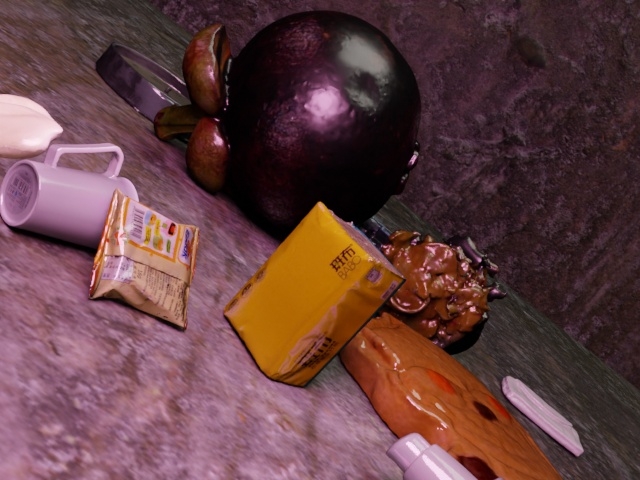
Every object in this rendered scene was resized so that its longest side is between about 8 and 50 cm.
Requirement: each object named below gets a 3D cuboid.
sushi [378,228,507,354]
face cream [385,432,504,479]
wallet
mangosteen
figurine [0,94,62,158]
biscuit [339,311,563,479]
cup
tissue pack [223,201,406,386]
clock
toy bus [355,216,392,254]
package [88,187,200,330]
[{"bbox_3d":[0.175,0.080,1.258,0.213,0.200,0.204,38,18,23],"label":"sushi"},{"bbox_3d":[0.159,0.274,0.704,0.251,0.101,0.101,44,13,24],"label":"face cream"},{"bbox_3d":[0.429,0.334,1.488,0.183,0.032,0.124,41,14,5],"label":"wallet"},{"bbox_3d":[-0.049,-0.201,1.264,0.434,0.382,0.382,22,12,-1],"label":"mangosteen"},{"bbox_3d":[-0.273,-0.058,0.379,0.274,0.227,0.394,6,34,-18],"label":"figurine"},{"bbox_3d":[0.194,0.247,1.021,0.349,0.078,0.455,34,12,-40],"label":"biscuit"},{"bbox_3d":[-0.230,-0.047,0.727,0.074,0.104,0.116,27,6,36],"label":"cup"},{"bbox_3d":[-0.010,0.058,0.835,0.082,0.169,0.120,34,12,-48],"label":"tissue pack"},{"bbox_3d":[-0.303,-0.280,1.490,0.280,0.055,0.280,37,11,-9],"label":"clock"},{"bbox_3d":[0.131,0.040,1.505,0.297,0.106,0.131,43,8,23],"label":"toy bus"},{"bbox_3d":[-0.162,0.019,0.728,0.120,0.031,0.108,29,59,-44],"label":"package"}]
